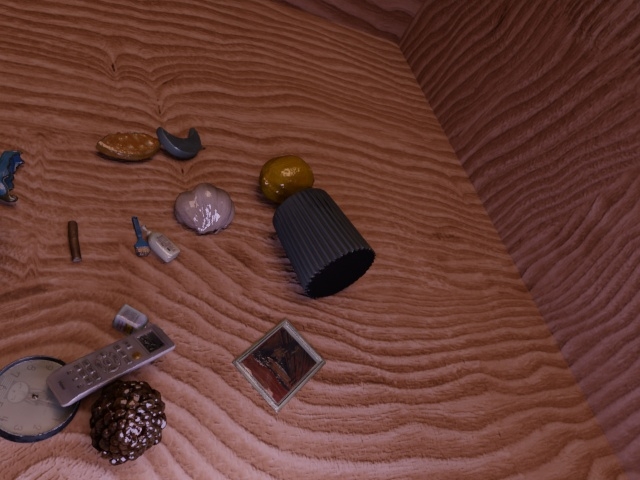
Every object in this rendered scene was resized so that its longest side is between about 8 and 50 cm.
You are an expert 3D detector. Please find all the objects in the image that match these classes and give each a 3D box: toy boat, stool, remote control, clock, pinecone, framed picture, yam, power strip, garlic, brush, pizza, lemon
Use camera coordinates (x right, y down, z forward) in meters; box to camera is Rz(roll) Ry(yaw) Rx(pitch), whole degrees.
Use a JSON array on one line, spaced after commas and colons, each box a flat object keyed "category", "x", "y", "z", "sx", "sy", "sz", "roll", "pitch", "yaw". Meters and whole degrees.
[{"category": "toy boat", "x": -0.969, "y": -0.199, "z": 1.552, "sx": 0.077, "sy": 0.075, "sz": 0.186, "roll": 8, "pitch": 53, "yaw": -17}, {"category": "stool", "x": 0.000, "y": 0.000, "z": 1.866, "sx": 0.297, "sy": 0.297, "sz": 0.330, "roll": -9, "pitch": 55, "yaw": -37}, {"category": "remote control", "x": -0.550, "y": 0.332, "z": 1.322, "sx": 0.109, "sy": 0.055, "sz": 0.312, "roll": 35, "pitch": 41, "yaw": 30}, {"category": "clock", "x": -0.717, "y": 0.392, "z": 1.244, "sx": 0.214, "sy": 0.042, "sz": 0.215, "roll": 18, "pitch": 46, "yaw": -20}, {"category": "pinecone", "x": -0.492, "y": 0.448, "z": 1.251, "sx": 0.184, "sy": 0.204, "sz": 0.179, "roll": -24, "pitch": 113, "yaw": -45}, {"category": "framed picture", "x": -0.127, "y": 0.400, "z": 1.636, "sx": 0.216, "sy": 0.016, "sz": 0.273, "roll": 45, "pitch": 44, "yaw": 8}, {"category": "yam", "x": -0.768, "y": 0.002, "z": 1.546, "sx": 0.032, "sy": 0.032, "sz": 0.146, "roll": -2, "pitch": 55, "yaw": -34}, {"category": "power strip", "x": -0.545, "y": -0.394, "z": 1.986, "sx": 0.215, "sy": 0.044, "sz": 0.137, "roll": -14, "pitch": 73, "yaw": -56}, {"category": "garlic", "x": -0.407, "y": -0.130, "z": 1.813, "sx": 0.229, "sy": 0.143, "sz": 0.178, "roll": -1, "pitch": 54, "yaw": -44}, {"category": "brush", "x": -0.612, "y": -0.016, "z": 1.675, "sx": 0.051, "sy": 0.014, "sz": 0.164, "roll": -5, "pitch": 56, "yaw": -37}, {"category": "pizza", "x": -0.711, "y": -0.348, "z": 1.853, "sx": 0.246, "sy": 0.058, "sz": 0.127, "roll": -27, "pitch": 79, "yaw": -48}, {"category": "lemon", "x": -0.138, "y": -0.250, "z": 2.038, "sx": 0.260, "sy": 0.204, "sz": 0.204, "roll": -7, "pitch": 59, "yaw": -40}]

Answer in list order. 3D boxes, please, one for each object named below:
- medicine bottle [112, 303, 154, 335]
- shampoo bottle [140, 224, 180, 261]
[{"category": "medicine bottle", "x": -0.542, "y": 0.246, "z": 1.454, "sx": 0.117, "sy": 0.074, "sz": 0.055, "roll": 32, "pitch": 43, "yaw": -9}, {"category": "shampoo bottle", "x": -0.547, "y": 0.003, "z": 1.666, "sx": 0.152, "sy": 0.045, "sz": 0.077, "roll": 44, "pitch": 27, "yaw": 0}]
